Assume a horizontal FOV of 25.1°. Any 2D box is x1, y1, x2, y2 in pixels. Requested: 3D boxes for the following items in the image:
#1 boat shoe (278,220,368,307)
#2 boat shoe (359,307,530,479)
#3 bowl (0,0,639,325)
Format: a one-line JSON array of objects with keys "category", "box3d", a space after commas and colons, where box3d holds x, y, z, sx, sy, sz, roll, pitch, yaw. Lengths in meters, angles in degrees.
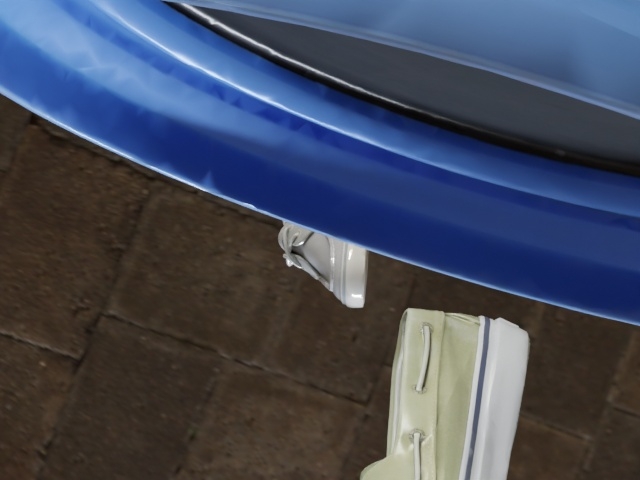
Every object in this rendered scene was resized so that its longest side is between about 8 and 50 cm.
[{"category": "boat shoe", "box3d": [0.000, 0.000, 1.072, 0.063, 0.184, 0.066, 1, 113, -6]}, {"category": "boat shoe", "box3d": [0.069, 0.177, 0.947, 0.094, 0.109, 0.302, 14, 51, 3]}, {"category": "bowl", "box3d": [0.056, -0.047, 0.526, 0.391, 0.391, 0.077, 22, 81, -33]}]
